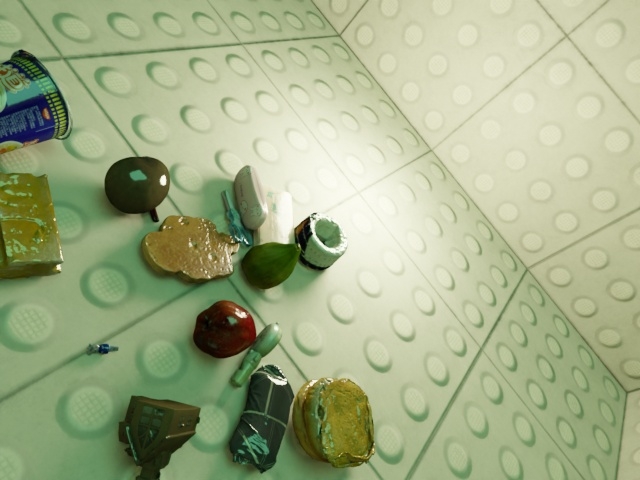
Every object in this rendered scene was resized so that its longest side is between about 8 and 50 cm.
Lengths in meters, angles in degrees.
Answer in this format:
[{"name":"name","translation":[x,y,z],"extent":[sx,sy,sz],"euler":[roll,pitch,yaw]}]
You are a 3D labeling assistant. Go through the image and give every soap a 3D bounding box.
[{"name":"soap","translation":[-0.856,-0.035,1.342],"extent":[0.259,0.143,0.280],"euler":[-8,71,-42]}]

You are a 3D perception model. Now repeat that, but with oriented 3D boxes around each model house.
[{"name":"model house","translation":[-0.444,0.540,1.277],"extent":[0.176,0.181,0.247],"euler":[9,74,12]}]

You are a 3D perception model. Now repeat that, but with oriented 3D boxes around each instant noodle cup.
[{"name":"instant noodle cup","translation":[-0.945,-0.366,1.434],"extent":[0.284,0.284,0.312],"euler":[47,48,-2]}]

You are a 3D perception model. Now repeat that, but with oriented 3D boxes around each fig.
[{"name":"fig","translation":[-0.169,0.082,1.818],"extent":[0.167,0.234,0.167],"euler":[-22,90,-88]}]

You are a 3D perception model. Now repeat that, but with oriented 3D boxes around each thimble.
[{"name":"thimble","translation":[0.000,0.000,2.062],"extent":[0.238,0.150,0.237],"euler":[25,45,-27]}]

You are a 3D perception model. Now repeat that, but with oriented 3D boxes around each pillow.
[{"name":"pillow","translation":[-0.173,0.538,1.535],"extent":[0.162,0.092,0.335],"euler":[33,42,-14]}]

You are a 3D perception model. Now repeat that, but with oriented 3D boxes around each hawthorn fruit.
[{"name":"hawthorn fruit","translation":[-0.291,0.283,1.572],"extent":[0.202,0.185,0.185],"euler":[22,44,-52]}]

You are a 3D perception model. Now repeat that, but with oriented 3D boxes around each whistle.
[{"name":"whistle","translation":[-0.202,0.368,1.630],"extent":[0.067,0.126,0.258],"euler":[44,54,-8]},{"name":"whistle","translation":[-0.606,0.303,1.381],"extent":[0.083,0.029,0.033],"euler":[8,92,-32]}]

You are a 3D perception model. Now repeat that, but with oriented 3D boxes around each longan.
[{"name":"longan","translation":[-0.600,-0.183,1.632],"extent":[0.196,0.196,0.220],"euler":[48,33,-2]}]

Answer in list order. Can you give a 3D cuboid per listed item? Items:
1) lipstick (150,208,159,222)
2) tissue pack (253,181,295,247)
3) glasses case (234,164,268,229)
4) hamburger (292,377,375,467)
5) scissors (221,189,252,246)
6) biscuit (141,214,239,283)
[{"name":"lipstick","translation":[-0.597,-0.140,1.734],"extent":[0.027,0.027,0.176],"euler":[-5,65,-44]},{"name":"tissue pack","translation":[-0.190,-0.075,2.009],"extent":[0.170,0.071,0.325],"euler":[19,50,-33]},{"name":"glasses case","translation":[-0.276,-0.172,1.954],"extent":[0.075,0.113,0.296],"euler":[21,39,-42]},{"name":"hamburger","translation":[0.043,0.595,1.623],"extent":[0.319,0.158,0.318],"euler":[29,43,-30]},{"name":"scissors","translation":[-0.334,-0.092,1.908],"extent":[0.125,0.030,0.256],"euler":[30,31,-59]},{"name":"biscuit","translation":[-0.439,0.028,1.721],"extent":[0.376,0.051,0.269],"euler":[-7,62,-48]}]
